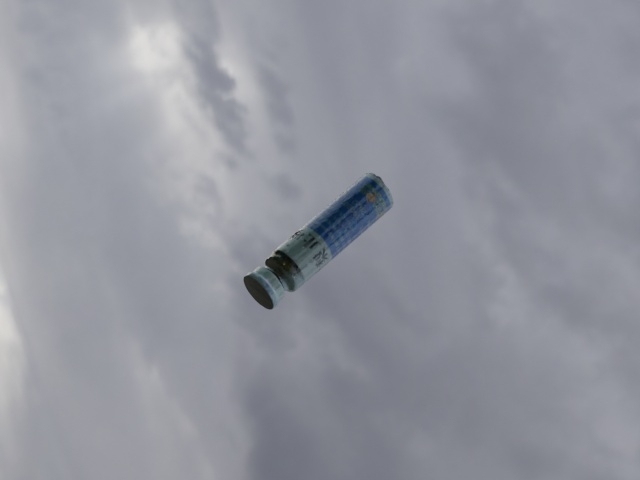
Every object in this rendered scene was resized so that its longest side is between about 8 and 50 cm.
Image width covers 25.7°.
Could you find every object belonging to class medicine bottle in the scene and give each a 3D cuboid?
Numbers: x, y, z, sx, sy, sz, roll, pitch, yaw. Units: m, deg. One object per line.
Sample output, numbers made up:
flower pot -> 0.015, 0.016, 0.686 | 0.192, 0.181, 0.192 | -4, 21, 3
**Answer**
medicine bottle -> 0.000, 0.000, 1.531 | 0.051, 0.191, 0.051 | 38, -27, 23
